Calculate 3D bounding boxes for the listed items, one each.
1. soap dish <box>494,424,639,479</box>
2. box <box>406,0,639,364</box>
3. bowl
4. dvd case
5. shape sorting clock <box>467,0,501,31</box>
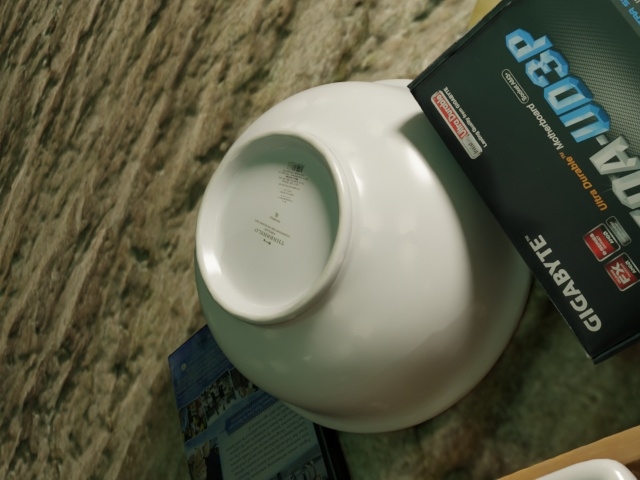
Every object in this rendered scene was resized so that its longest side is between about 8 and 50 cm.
[{"bbox_3d":[0.144,0.273,0.421,0.229,0.118,0.290,-36,54,33],"label":"soap dish"},{"bbox_3d":[0.181,-0.063,0.488,0.175,0.051,0.220,-39,73,30],"label":"box"},{"bbox_3d":[0.000,0.000,0.616,0.298,0.134,0.297,-8,77,36],"label":"bowl"},{"bbox_3d":[-0.062,0.175,0.738,0.180,0.022,0.253,-40,52,30],"label":"dvd case"},{"bbox_3d":[0.197,-0.149,0.558,0.206,0.040,0.206,-12,68,32],"label":"shape sorting clock"}]
